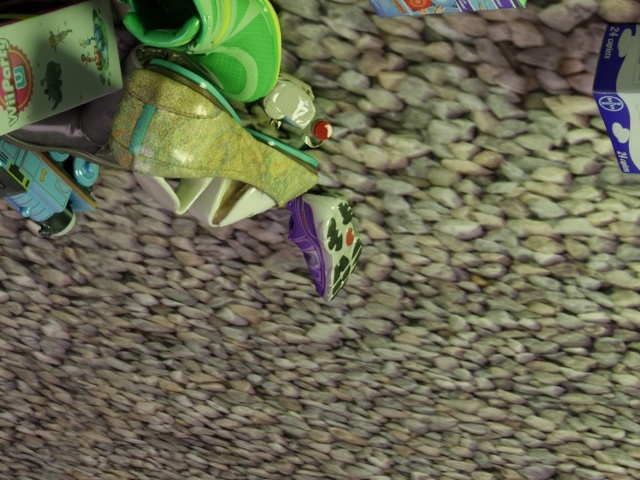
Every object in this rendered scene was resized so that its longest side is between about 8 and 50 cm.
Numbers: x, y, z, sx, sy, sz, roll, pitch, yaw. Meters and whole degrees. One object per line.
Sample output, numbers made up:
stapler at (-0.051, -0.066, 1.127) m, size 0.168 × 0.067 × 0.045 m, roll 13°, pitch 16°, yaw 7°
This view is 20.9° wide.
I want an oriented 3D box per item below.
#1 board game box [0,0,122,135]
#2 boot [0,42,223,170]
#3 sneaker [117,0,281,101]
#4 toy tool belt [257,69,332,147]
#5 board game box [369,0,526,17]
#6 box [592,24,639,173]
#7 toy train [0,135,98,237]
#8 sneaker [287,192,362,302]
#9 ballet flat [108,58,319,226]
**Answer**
board game box at (-0.354, -0.149, 1.551) m, size 0.224 × 0.303 × 0.097 m, roll 2°, pitch 109°, yaw 26°
boot at (-0.218, -0.140, 1.721) m, size 0.189 × 0.076 × 0.208 m, roll 13°, pitch 163°, yaw -23°
sneaker at (-0.123, -0.203, 1.490) m, size 0.109 × 0.123 × 0.295 m, roll 4°, pitch 151°, yaw 24°
toy tool belt at (-0.028, -0.129, 1.671) m, size 0.083 × 0.052 × 0.051 m, roll 36°, pitch 179°, yaw -27°
board game box at (0.070, -0.254, 1.380) m, size 0.136 × 0.035 × 0.201 m, roll 1°, pitch 149°, yaw 30°
box at (0.312, -0.116, 1.459) m, size 0.137 × 0.072 × 0.126 m, roll 3°, pitch 150°, yaw 25°
toy train at (-0.310, -0.078, 1.855) m, size 0.080 × 0.105 × 0.184 m, roll 0°, pitch 148°, yaw 31°
sneaker at (0.000, 0.000, 1.891) m, size 0.071 × 0.068 × 0.170 m, roll 23°, pitch 148°, yaw 23°
ballet flat at (-0.102, -0.072, 1.624) m, size 0.123 × 0.123 × 0.348 m, roll 7°, pitch 172°, yaw 19°
